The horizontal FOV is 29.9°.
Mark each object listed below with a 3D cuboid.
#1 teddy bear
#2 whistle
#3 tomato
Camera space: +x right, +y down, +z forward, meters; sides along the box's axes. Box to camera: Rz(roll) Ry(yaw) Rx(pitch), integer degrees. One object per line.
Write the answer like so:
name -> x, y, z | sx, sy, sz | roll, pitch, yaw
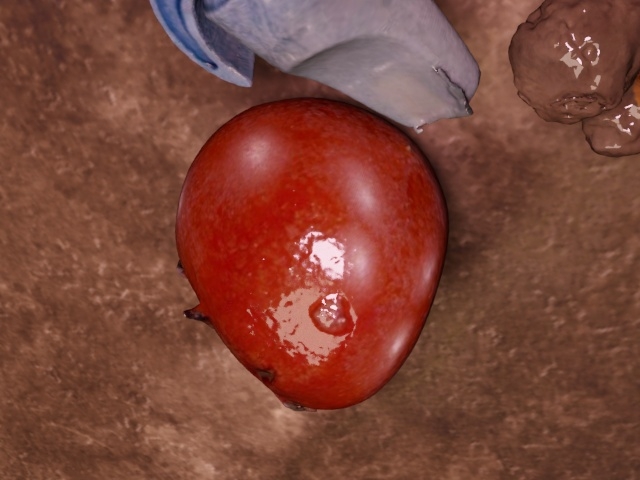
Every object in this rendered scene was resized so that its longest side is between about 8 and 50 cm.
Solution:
teddy bear -> 0.197, -0.040, 0.547 | 0.177, 0.140, 0.190 | 45, 171, 46
whistle -> -0.036, -0.141, 0.514 | 0.269, 0.093, 0.180 | 37, 144, -24
tomato -> 0.000, 0.000, 0.658 | 0.167, 0.167, 0.167 | 13, 137, 12
